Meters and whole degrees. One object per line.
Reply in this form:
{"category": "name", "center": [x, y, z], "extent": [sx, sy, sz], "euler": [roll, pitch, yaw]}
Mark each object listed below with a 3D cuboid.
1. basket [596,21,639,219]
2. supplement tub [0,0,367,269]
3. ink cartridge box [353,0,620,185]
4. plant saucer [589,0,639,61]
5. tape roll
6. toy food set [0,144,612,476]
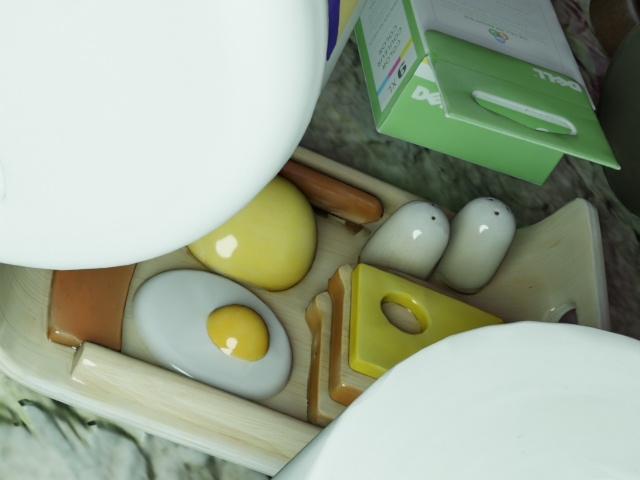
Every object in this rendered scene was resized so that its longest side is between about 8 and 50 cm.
{"category": "basket", "center": [0.295, -0.069, 1.059], "extent": [0.227, 0.154, 0.204], "euler": [3, 45, -30]}
{"category": "supplement tub", "center": [-0.075, -0.174, 0.698], "extent": [0.241, 0.241, 0.331], "euler": [30, 42, -6]}
{"category": "ink cartridge box", "center": [0.085, -0.095, 0.983], "extent": [0.109, 0.062, 0.209], "euler": [17, 35, -22]}
{"category": "plant saucer", "center": [0.264, -0.131, 1.198], "extent": [0.168, 0.029, 0.168], "euler": [21, 39, -18]}
{"category": "tape roll", "center": [0.093, 0.176, 0.630], "extent": [0.286, 0.100, 0.286], "euler": [16, 53, -22]}
{"category": "toy food set", "center": [0.000, 0.000, 0.805], "extent": [0.306, 0.092, 0.220], "euler": [22, 39, -15]}
